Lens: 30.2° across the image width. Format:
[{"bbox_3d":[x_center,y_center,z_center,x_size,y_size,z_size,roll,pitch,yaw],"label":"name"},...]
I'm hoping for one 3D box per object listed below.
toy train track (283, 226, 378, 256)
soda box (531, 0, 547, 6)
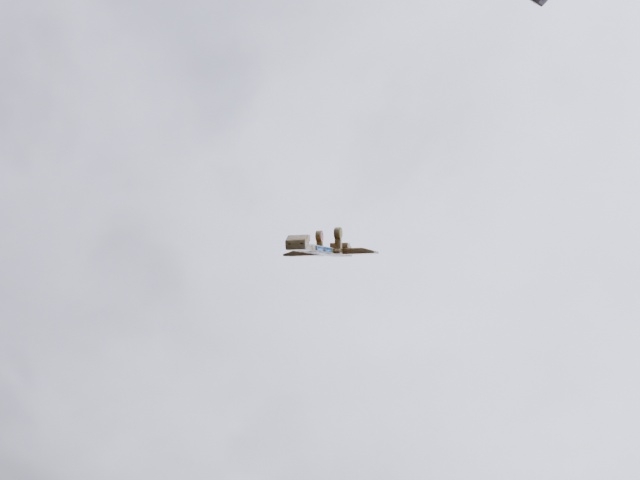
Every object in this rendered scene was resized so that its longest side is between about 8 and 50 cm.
[{"bbox_3d":[0.000,0.000,0.584,0.048,0.083,0.014,-2,-93,16],"label":"toy train track"},{"bbox_3d":[0.180,-0.276,0.716,0.263,0.083,0.092,-48,-140,29],"label":"soda box"}]
